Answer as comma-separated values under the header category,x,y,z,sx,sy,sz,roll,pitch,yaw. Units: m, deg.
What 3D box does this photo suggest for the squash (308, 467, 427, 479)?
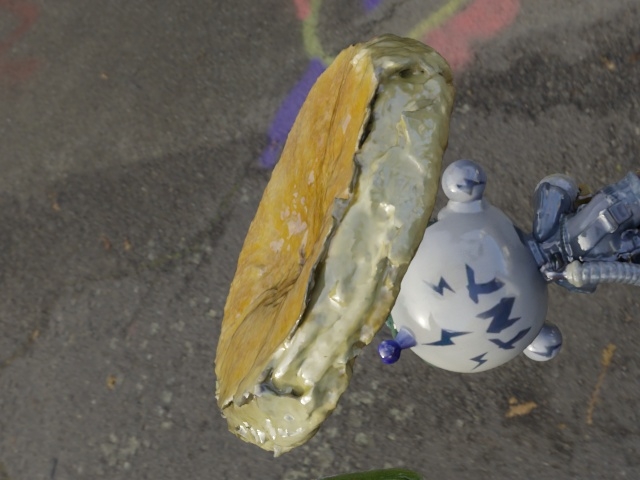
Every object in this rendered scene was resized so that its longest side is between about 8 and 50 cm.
category,x,y,z,sx,sy,sz,roll,pitch,yaw
squash,-0.013,0.269,0.930,0.071,0.318,0.080,-117,34,-43

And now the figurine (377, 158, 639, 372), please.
category,x,y,z,sx,sy,sz,roll,pitch,yaw
figurine,0.229,0.017,1.057,0.381,0.186,0.261,-26,95,8

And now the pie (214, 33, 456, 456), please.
category,x,y,z,sx,sy,sz,roll,pitch,yaw
pie,0.000,0.000,0.709,0.339,0.083,0.340,-158,90,-80
